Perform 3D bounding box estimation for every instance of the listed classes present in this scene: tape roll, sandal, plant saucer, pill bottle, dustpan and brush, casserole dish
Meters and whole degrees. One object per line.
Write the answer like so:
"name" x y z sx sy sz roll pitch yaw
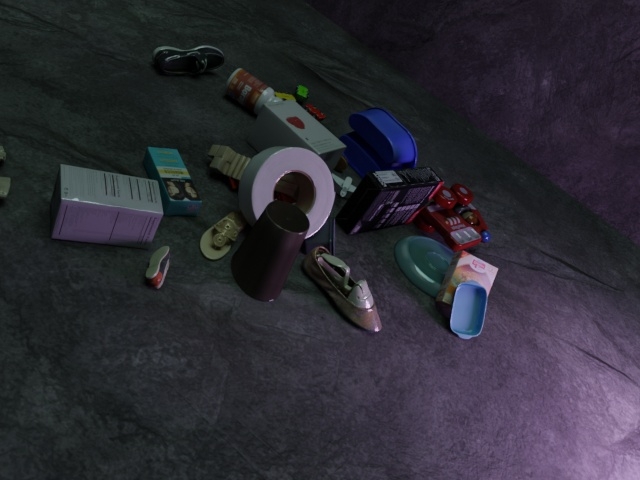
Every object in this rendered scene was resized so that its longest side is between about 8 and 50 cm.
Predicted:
"tape roll" -0.100 -0.141 1.784 0.286 0.286 0.100 5 6 -33
"sandal" -0.270 -0.039 1.707 0.088 0.079 0.240 32 35 0
"plant saucer" 0.408 0.088 2.105 0.317 0.044 0.318 21 35 -16
"pill bottle" -0.260 -0.575 2.338 0.216 0.121 0.121 34 35 4
"dustpan and brush" 0.090 -0.193 2.189 0.147 0.060 0.211 30 34 -3
"casserole dish" 0.473 0.222 1.908 0.114 0.189 0.037 12 -5 -10

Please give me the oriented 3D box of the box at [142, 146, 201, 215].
"box" -0.444 -0.177 1.761 0.100 0.060 0.244 -1 46 -38

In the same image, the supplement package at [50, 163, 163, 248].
"supplement package" -0.543 -0.082 1.500 0.244 0.139 0.134 8 42 -32

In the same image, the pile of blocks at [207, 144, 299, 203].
"pile of blocks" -0.214 -0.187 1.937 0.362 0.149 0.113 25 77 6

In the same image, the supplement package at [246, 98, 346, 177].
"supplement package" -0.089 -0.352 2.146 0.293 0.175 0.177 43 37 17

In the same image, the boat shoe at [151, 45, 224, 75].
"boat shoe" -0.504 -0.696 2.321 0.302 0.114 0.091 -15 54 -32

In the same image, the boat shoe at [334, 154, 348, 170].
"boat shoe" 0.020 -0.349 2.316 0.206 0.073 0.073 31 36 -2

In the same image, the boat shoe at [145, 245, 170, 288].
"boat shoe" -0.409 0.065 1.507 0.137 0.049 0.043 -89 157 -54

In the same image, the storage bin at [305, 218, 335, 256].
"storage bin" 0.000 0.000 1.869 0.091 0.098 0.135 1 38 4

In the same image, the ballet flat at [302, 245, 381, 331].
"ballet flat" 0.073 0.135 1.732 0.316 0.106 0.107 42 36 14

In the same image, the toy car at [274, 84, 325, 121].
"toy car" -0.089 -0.604 2.567 0.238 0.053 0.225 23 35 -13

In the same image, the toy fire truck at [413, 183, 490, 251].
"toy fire truck" 0.528 -0.074 2.284 0.302 0.169 0.254 -11 55 -44

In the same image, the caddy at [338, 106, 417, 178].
"caddy" 0.236 -0.379 2.379 0.179 0.241 0.341 -18 58 -41

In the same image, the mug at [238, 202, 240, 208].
"mug" -0.218 -0.098 1.837 0.062 0.064 0.078 10 74 11

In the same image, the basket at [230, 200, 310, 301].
"basket" -0.132 0.017 1.615 0.154 0.227 0.204 9 41 -30

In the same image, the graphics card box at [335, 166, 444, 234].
"graphics card box" 0.249 -0.144 2.101 0.370 0.233 0.094 -13 58 -45

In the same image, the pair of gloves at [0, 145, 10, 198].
"pair of gloves" -0.878 -0.178 1.448 0.204 0.042 0.240 0 43 -32

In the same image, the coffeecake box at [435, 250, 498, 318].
"coffeecake box" 0.488 0.148 1.974 0.142 0.068 0.186 26 78 -8
